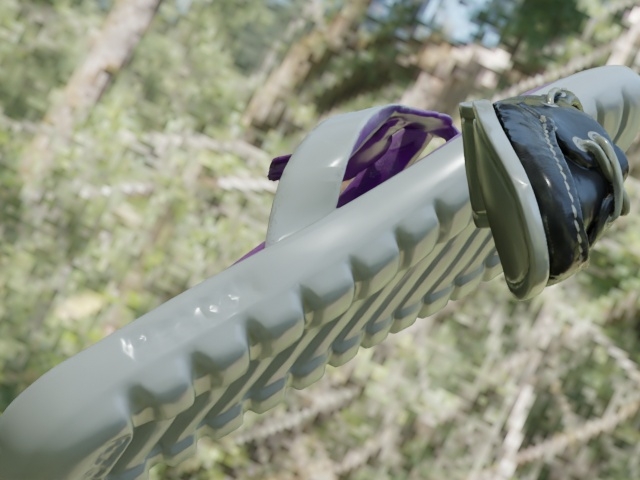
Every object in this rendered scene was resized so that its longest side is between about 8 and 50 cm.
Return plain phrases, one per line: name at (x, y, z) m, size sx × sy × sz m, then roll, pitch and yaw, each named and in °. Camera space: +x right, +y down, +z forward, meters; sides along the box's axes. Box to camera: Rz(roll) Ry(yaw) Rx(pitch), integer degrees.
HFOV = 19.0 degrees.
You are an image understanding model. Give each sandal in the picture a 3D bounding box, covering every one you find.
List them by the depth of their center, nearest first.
sandal at (0.005, -0.008, 0.948) m, size 0.102 × 0.416 × 0.169 m, roll 51°, pitch -33°, yaw 15°

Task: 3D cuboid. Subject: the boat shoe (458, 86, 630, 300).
boat shoe at (0.057, -0.015, 0.471) m, size 0.038 × 0.046 × 0.125 m, roll -9°, pitch 6°, yaw 2°
